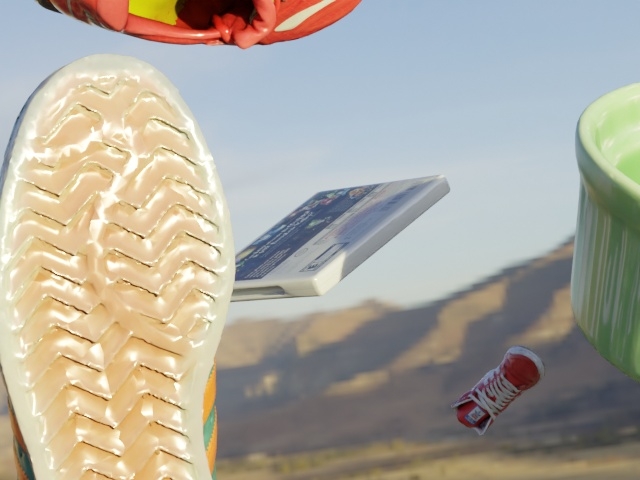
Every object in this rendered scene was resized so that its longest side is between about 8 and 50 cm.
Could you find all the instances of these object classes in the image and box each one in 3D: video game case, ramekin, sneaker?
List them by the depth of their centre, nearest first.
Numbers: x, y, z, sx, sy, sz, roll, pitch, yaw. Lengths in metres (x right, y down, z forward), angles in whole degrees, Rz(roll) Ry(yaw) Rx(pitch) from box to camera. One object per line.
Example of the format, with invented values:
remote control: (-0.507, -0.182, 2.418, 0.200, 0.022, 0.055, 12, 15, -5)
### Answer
sneaker: (-0.098, 0.069, 0.778, 0.108, 0.302, 0.121, -5, 5, -18)
sneaker: (-0.059, -0.155, 1.088, 0.279, 0.107, 0.118, -8, 31, -45)
ramekin: (0.321, 0.007, 1.218, 0.303, 0.148, 0.303, 5, 26, -2)
video game case: (0.000, 0.000, 1.559, 0.173, 0.022, 0.190, -6, 25, 48)
sneaker: (0.163, 0.141, 1.597, 0.067, 0.042, 0.118, -42, -6, -27)
